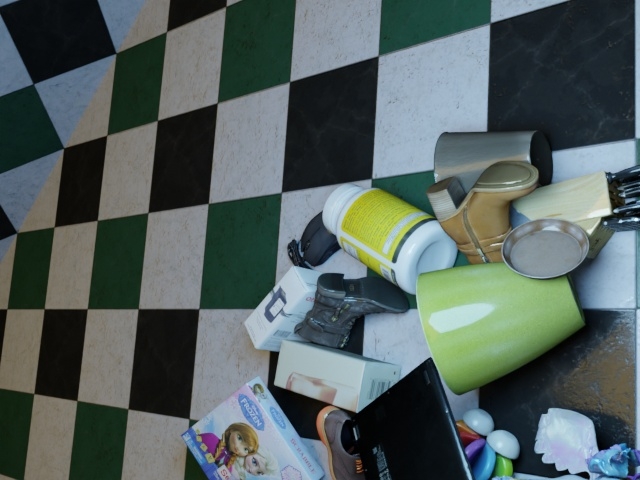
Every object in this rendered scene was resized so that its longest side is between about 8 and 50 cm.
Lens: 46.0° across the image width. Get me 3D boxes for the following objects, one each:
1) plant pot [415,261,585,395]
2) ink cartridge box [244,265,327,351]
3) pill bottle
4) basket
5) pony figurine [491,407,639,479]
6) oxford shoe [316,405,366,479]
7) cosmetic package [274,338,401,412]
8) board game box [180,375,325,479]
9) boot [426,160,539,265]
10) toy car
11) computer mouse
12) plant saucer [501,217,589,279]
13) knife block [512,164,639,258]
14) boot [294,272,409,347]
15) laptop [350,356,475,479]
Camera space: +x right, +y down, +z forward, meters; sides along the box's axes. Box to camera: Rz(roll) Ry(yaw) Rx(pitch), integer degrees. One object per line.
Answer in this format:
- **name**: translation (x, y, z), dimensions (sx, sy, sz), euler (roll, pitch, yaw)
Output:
- **plant pot**: translation (0.390, 0.155, 1.588), dimensions (0.293, 0.275, 0.274), euler (-20, 66, 20)
- **ink cartridge box**: translation (-0.064, 0.191, 2.044), dimensions (0.237, 0.172, 0.100), euler (-49, 50, 24)
- **pill bottle**: translation (0.161, -0.018, 1.867), dimensions (0.334, 0.188, 0.188), euler (34, 104, 42)
- **basket**: translation (0.393, -0.168, 1.710), dimensions (0.227, 0.154, 0.204), euler (-8, 84, 39)
- **pony figurine**: translation (0.479, 0.473, 1.391), dimensions (0.351, 0.363, 0.302), euler (-21, 74, 56)
- **oxford shoe**: translation (0.076, 0.530, 1.815), dimensions (0.098, 0.097, 0.271), euler (2, 121, 57)
- **cosmetic package**: translation (0.040, 0.346, 1.928), dimensions (0.296, 0.153, 0.129), euler (8, 85, 46)
- **board game box**: translation (-0.194, 0.587, 2.076), dimensions (0.318, 0.066, 0.318), euler (-42, 79, 29)
- **boot**: translation (0.380, -0.044, 1.624), dimensions (0.283, 0.220, 0.109), euler (-15, 27, 43)
- **toy car**: translation (0.327, 0.462, 1.636), dimensions (0.182, 0.136, 0.159), euler (40, 108, 41)
- **computer mouse**: translation (0.000, 0.000, 2.097), dimensions (0.272, 0.072, 0.188), euler (-47, 52, 26)
- **plant saucer**: translation (0.451, 0.021, 1.516), dimensions (0.168, 0.029, 0.168), euler (-13, 42, 12)
- **knife block**: translation (0.569, -0.098, 1.564), dimensions (0.275, 0.088, 0.242), euler (45, 111, 40)
- **boot**: translation (0.077, 0.195, 1.946), dimensions (0.091, 0.263, 0.229), euler (-78, 3, -49)
- **laptop**: translation (0.223, 0.531, 1.585), dimensions (0.408, 0.236, 0.382), euler (-46, 40, 30)
